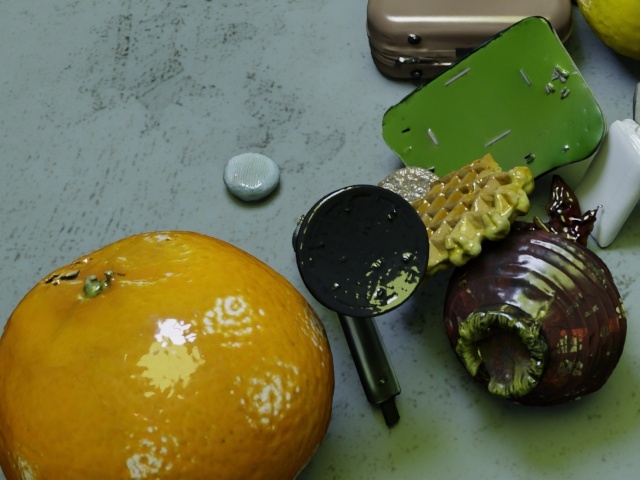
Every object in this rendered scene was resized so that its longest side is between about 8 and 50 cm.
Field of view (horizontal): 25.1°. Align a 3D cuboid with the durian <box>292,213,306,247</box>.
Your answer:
[{"bbox_3d":[0.000,0.000,1.997,0.080,0.080,0.091,25,105,19],"label":"durian"}]

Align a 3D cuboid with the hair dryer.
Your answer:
[{"bbox_3d":[0.072,0.077,1.798,0.155,0.320,0.284,-37,90,-8],"label":"hair dryer"}]

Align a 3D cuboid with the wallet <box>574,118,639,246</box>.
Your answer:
[{"bbox_3d":[0.397,-0.081,1.937,0.033,0.190,0.095,-15,56,-25],"label":"wallet"}]

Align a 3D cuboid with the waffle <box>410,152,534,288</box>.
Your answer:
[{"bbox_3d":[0.178,-0.034,1.863,0.249,0.056,0.253,-34,15,27],"label":"waffle"}]

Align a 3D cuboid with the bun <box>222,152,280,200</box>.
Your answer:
[{"bbox_3d":[-0.099,-0.090,2.071,0.083,0.045,0.083,-1,59,1],"label":"bun"}]

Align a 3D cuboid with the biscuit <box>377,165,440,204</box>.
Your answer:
[{"bbox_3d":[0.128,-0.044,2.005,0.120,0.015,0.120,1,92,15],"label":"biscuit"}]

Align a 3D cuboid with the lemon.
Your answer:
[{"bbox_3d":[0.481,-0.366,2.034,0.240,0.240,0.219,-8,54,1],"label":"lemon"}]

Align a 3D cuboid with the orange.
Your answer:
[{"bbox_3d":[-0.195,0.169,1.722,0.423,0.326,0.424,-17,24,8],"label":"orange"}]

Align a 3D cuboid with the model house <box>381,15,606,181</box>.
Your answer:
[{"bbox_3d":[0.259,-0.175,2.008,0.207,0.294,0.154,57,31,-3],"label":"model house"}]

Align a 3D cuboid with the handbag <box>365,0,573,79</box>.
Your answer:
[{"bbox_3d":[0.225,-0.378,2.157,0.301,0.149,0.283,0,61,8],"label":"handbag"}]

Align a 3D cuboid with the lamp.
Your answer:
[{"bbox_3d":[0.266,0.101,1.813,0.246,0.247,0.247,-3,59,4],"label":"lamp"}]

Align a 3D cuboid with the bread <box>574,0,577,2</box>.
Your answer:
[{"bbox_3d":[0.452,-0.469,2.223,0.092,0.074,0.239,35,66,-8],"label":"bread"}]

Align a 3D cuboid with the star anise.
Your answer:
[{"bbox_3d":[0.311,0.017,1.959,0.157,0.053,0.213,-7,78,23],"label":"star anise"}]

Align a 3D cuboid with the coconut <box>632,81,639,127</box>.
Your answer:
[{"bbox_3d":[0.568,-0.159,1.901,0.309,0.297,0.298,12,61,8],"label":"coconut"}]
